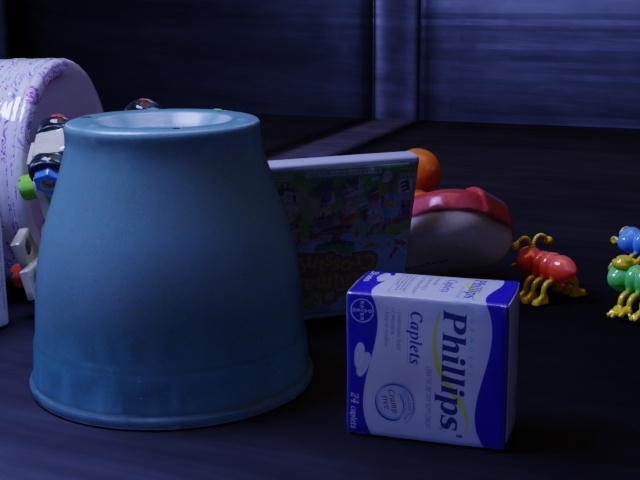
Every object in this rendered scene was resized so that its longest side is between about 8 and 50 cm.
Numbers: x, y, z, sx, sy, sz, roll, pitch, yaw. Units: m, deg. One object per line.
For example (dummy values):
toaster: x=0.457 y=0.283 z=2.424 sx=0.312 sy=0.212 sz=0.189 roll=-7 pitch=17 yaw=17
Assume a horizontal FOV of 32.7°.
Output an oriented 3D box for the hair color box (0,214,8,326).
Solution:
hair color box: x=-0.462 y=0.038 z=1.073 sx=0.110 sy=0.185 sz=0.339 roll=5 pitch=14 yaw=22

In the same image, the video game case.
video game case: x=0.000 y=0.000 z=1.201 sx=0.212 sy=0.193 sz=0.023 roll=-6 pitch=28 yaw=-21

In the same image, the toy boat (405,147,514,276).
toy boat: x=0.118 y=-0.040 z=1.336 sx=0.231 sy=0.151 sz=0.151 roll=-14 pitch=-23 yaw=36

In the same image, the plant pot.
plant pot: x=-0.142 y=0.009 z=1.034 sx=0.271 sy=0.255 sz=0.271 roll=0 pitch=14 yaw=0

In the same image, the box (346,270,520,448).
box: x=0.095 y=0.099 z=0.923 sx=0.137 sy=0.126 sz=0.072 roll=3 pitch=13 yaw=17

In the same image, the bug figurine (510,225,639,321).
bug figurine: x=0.377 y=0.029 z=1.326 sx=0.279 sy=0.072 sz=0.216 roll=-10 pitch=16 yaw=-36

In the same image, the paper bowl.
paper bowl: x=-0.382 y=-0.088 z=1.385 sx=0.148 sy=0.284 sz=0.284 roll=2 pitch=14 yaw=9

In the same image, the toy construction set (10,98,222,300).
toy construction set: x=-0.209 y=-0.044 z=1.226 sx=0.327 sy=0.215 sz=0.151 roll=-20 pitch=49 yaw=2
